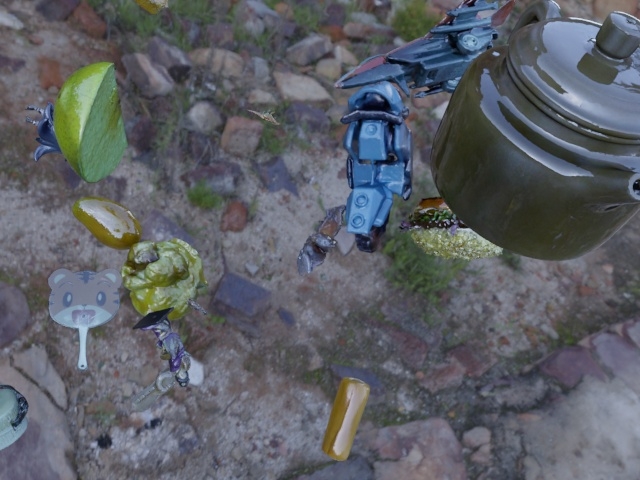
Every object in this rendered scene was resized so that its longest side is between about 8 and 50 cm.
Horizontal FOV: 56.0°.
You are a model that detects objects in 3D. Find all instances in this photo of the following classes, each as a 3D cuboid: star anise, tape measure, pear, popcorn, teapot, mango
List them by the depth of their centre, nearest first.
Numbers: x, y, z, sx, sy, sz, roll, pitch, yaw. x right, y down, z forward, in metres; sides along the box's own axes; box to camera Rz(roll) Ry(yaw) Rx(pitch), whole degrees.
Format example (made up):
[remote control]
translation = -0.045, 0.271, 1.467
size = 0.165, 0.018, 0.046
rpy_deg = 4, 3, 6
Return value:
[teapot]
translation = 0.204, -0.113, 0.507
size = 0.185, 0.175, 0.268
rpy_deg = 8, 50, -13
[pear]
translation = -0.565, -0.254, 1.430
size = 0.139, 0.288, 0.239
rpy_deg = 7, 56, -6
[star anise]
translation = -0.008, 0.009, 1.484
size = 0.063, 0.172, 0.208
rpy_deg = 34, 37, -10
[tape measure]
translation = -0.851, 0.436, 1.515
size = 0.207, 0.115, 0.235
rpy_deg = -27, 29, -26
[popcorn]
translation = -0.488, 0.120, 1.855
size = 0.225, 0.276, 0.277
rpy_deg = -13, 49, 12
[mango]
translation = -0.664, -0.059, 1.885
size = 0.227, 0.136, 0.099
rpy_deg = 35, 3, -14

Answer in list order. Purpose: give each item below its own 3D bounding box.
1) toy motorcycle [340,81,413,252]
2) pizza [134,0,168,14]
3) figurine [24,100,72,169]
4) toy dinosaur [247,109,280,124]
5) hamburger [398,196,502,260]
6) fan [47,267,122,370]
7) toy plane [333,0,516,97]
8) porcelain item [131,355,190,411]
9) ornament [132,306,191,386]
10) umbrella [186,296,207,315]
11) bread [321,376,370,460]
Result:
[toy motorcycle]
translation = 0.119, -0.189, 1.374
size = 0.172, 0.232, 0.417
rpy_deg = 7, 75, 21
[pizza]
translation = -0.231, -0.367, 0.747
size = 0.134, 0.046, 0.175
rpy_deg = -38, 113, -52
[figurine]
translation = -0.777, -0.328, 1.894
size = 0.264, 0.175, 0.197
rpy_deg = -1, 60, -34
[toy dinosaur]
translation = -0.172, -0.389, 1.864
size = 0.113, 0.026, 0.041
rpy_deg = 29, 52, -4
[hamburger]
translation = 0.309, -0.025, 1.381
size = 0.261, 0.243, 0.139
rpy_deg = 4, 88, 15
[fan]
translation = -0.496, 0.160, 1.259
size = 0.152, 0.008, 0.227
rpy_deg = -1, 64, -13
[toy plane]
translation = 0.168, -0.287, 0.969
size = 0.326, 0.223, 0.104
rpy_deg = -30, 69, -23
[porcelain item]
translation = -0.440, 0.399, 1.693
size = 0.054, 0.213, 0.084
rpy_deg = 49, 16, 4
[ornament]
translation = -0.365, 0.268, 1.488
size = 0.203, 0.081, 0.088
rpy_deg = 63, 26, -10
[umbrella]
translation = -0.364, 0.191, 1.765
size = 0.083, 0.031, 0.020
rpy_deg = 36, 19, 18
[bread]
translation = 0.068, 0.516, 1.732
size = 0.092, 0.240, 0.074
rpy_deg = 16, -3, 26
